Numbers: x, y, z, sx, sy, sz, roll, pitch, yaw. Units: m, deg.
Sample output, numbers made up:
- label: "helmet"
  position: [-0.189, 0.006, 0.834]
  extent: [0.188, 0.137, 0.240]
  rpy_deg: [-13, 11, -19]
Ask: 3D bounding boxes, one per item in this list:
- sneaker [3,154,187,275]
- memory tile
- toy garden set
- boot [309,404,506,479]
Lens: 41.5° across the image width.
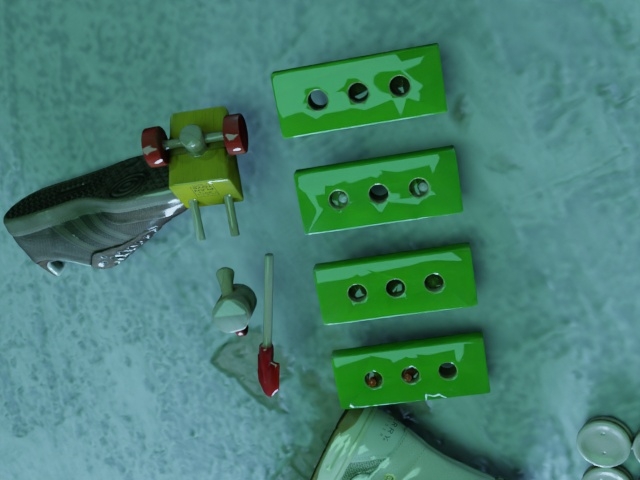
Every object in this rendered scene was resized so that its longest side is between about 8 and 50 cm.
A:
- label: "sneaker"
  position: [-0.160, -0.017, 0.669]
  extent: [0.188, 0.066, 0.071]
  rpy_deg: [-9, 125, 27]
- label: "memory tile"
  position: [0.242, 0.194, 0.597]
  extent: [0.113, 0.012, 0.148]
  rpy_deg: [0, 108, 22]
- label: "toy garden set"
  position: [0.000, 0.000, 0.593]
  extent: [0.204, 0.049, 0.244]
  rpy_deg: [-8, 108, 9]
- label: "boot"
  position: [0.059, 0.241, 0.656]
  extent: [0.165, 0.077, 0.213]
  rpy_deg: [25, 116, 10]
